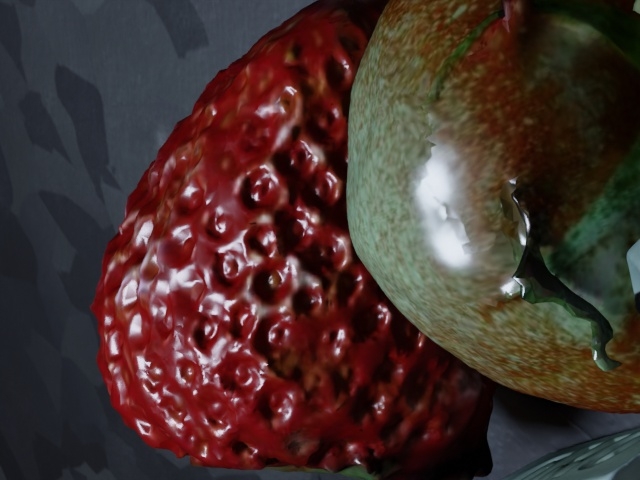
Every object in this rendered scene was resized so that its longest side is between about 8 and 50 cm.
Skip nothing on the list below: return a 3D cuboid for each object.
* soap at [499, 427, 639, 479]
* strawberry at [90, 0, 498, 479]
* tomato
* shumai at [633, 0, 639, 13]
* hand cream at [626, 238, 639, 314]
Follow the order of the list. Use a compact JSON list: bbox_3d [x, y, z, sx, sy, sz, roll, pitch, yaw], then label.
[{"bbox_3d":[0.180,0.173,1.288,0.198,0.119,0.066,-28,86,58],"label":"soap"},{"bbox_3d":[-0.004,0.008,1.308,0.292,0.291,0.310,-5,82,56],"label":"strawberry"},{"bbox_3d":[0.160,-0.052,1.041,0.303,0.303,0.239,65,164,-3],"label":"tomato"},{"bbox_3d":[0.200,-0.230,0.748,0.395,0.395,0.348,34,143,38],"label":"shumai"},{"bbox_3d":[0.275,-0.054,0.861,0.109,0.320,0.067,56,-171,16],"label":"hand cream"}]
